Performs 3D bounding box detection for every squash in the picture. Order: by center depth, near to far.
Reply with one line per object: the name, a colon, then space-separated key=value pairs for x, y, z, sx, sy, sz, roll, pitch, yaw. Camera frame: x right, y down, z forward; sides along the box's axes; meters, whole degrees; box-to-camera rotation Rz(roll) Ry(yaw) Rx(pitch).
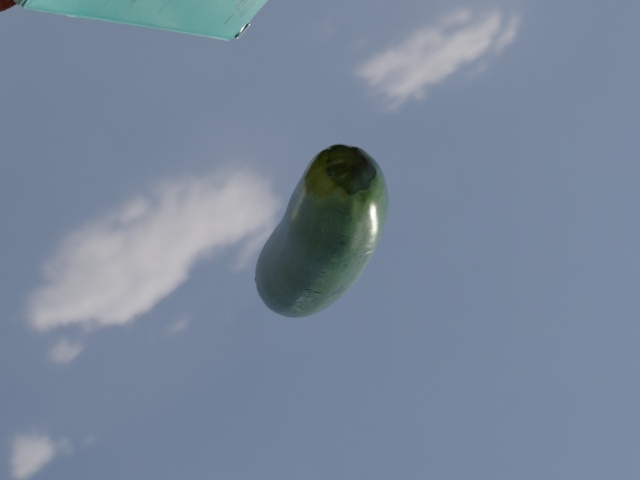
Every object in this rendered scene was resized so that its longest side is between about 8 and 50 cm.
squash: x=0.002 y=0.001 z=1.306 sx=0.082 sy=0.082 sz=0.292 roll=-50 pitch=177 yaw=-23

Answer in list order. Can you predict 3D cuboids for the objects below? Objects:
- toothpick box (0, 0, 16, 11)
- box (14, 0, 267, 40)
toothpick box: x=-0.343 y=-0.289 z=1.725 sx=0.047 sy=0.083 sz=0.047 roll=-26 pitch=-161 yaw=10
box: x=-0.122 y=-0.284 z=1.349 sx=0.205 sy=0.118 sz=0.311 roll=-43 pitch=161 yaw=25
